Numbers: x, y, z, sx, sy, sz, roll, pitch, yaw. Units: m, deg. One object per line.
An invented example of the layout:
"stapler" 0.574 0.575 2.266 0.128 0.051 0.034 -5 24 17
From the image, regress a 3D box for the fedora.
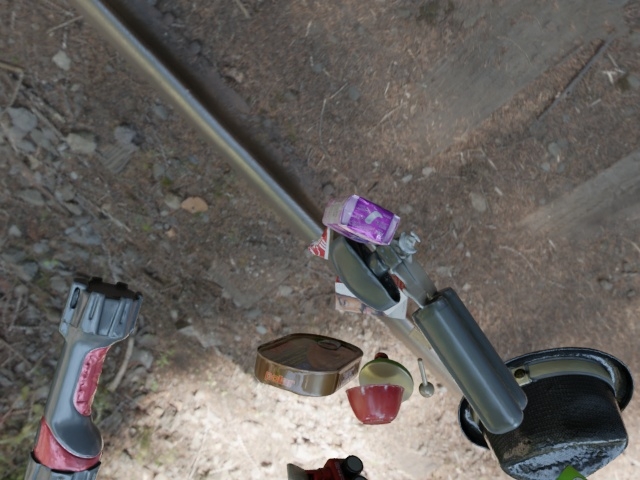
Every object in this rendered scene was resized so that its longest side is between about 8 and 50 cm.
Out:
"fedora" 0.432 0.349 1.050 0.334 0.152 0.334 0 127 -1

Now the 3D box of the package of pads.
"package of pads" 0.033 -0.018 0.510 0.050 0.083 0.032 24 87 -10

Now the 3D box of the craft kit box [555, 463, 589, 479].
"craft kit box" 0.346 0.465 0.726 0.247 0.250 0.061 -39 133 -13

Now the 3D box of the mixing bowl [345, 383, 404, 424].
"mixing bowl" 0.167 0.501 1.710 0.181 0.098 0.181 -2 155 -1

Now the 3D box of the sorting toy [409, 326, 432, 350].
"sorting toy" 0.236 0.218 1.290 0.062 0.012 0.083 35 155 12

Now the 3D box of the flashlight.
"flashlight" -0.329 0.207 0.804 0.103 0.103 0.304 23 97 15

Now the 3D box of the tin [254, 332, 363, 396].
"tin" -0.013 0.152 0.712 0.106 0.190 0.040 17 95 20

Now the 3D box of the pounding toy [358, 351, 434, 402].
"pounding toy" 0.250 0.436 1.876 0.237 0.110 0.183 -10 116 22

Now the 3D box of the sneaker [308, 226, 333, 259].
"sneaker" 0.000 0.000 1.637 0.067 0.042 0.118 15 128 12

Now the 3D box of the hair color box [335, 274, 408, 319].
"hair color box" 0.121 0.125 1.321 0.167 0.053 0.093 7 131 12

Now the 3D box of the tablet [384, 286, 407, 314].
"tablet" 0.137 0.115 1.147 0.054 0.006 0.083 47 141 9

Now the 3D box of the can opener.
"can opener" 0.125 0.092 0.646 0.093 0.074 0.280 -42 82 29

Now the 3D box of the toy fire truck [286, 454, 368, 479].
"toy fire truck" 0.013 0.666 1.469 0.246 0.217 0.158 8 124 -25
